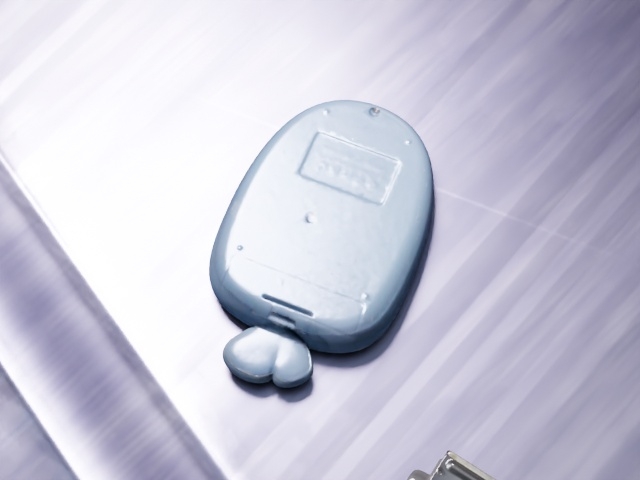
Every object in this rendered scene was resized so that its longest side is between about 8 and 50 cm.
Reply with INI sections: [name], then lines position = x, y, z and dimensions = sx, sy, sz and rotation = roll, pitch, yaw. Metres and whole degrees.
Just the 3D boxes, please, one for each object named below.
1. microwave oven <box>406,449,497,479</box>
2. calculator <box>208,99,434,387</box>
[microwave oven]
position = 0.098, 0.321, 1.252
dimensions = 0.194, 0.145, 0.240
rotation = 33, 72, 8
[calculator]
position = 0.000, 0.000, 1.429
dimensions = 0.188, 0.042, 0.302
rotation = 20, 66, 6
